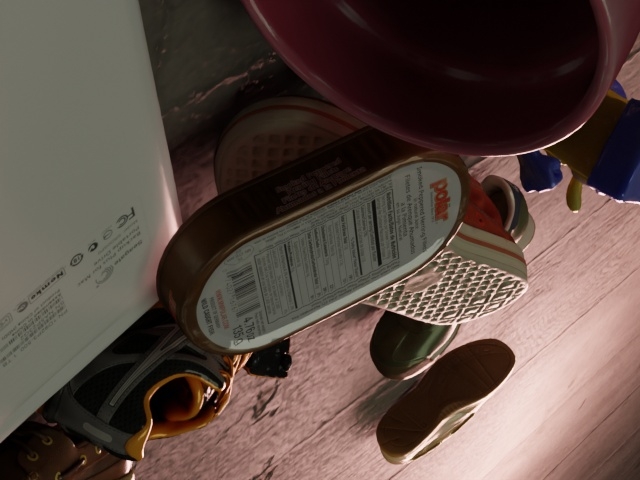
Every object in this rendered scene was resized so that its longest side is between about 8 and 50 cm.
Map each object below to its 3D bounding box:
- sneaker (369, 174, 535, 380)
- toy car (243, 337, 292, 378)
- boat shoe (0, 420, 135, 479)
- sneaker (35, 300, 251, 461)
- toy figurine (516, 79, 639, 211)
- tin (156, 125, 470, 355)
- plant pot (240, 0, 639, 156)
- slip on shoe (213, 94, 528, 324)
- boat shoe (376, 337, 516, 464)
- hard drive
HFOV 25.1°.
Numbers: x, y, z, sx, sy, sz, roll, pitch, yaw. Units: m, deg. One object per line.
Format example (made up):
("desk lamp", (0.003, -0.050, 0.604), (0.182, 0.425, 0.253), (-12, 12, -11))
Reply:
("sneaker", (0.102, 0.022, 1.189), (0.192, 0.064, 0.086), (-47, 149, -13))
("toy car", (-0.073, 0.075, 0.979), (0.122, 0.060, 0.040), (-12, -179, -35))
("boat shoe", (-0.173, 0.135, 0.832), (0.178, 0.064, 0.060), (-11, 104, -60))
("sneaker", (-0.083, 0.075, 0.875), (0.215, 0.083, 0.084), (-26, 145, -49))
("toy figurine", (0.174, -0.108, 0.923), (0.191, 0.217, 0.362), (-58, 158, 12))
("tin", (0.000, 0.000, 0.808), (0.189, 0.040, 0.106), (-26, 145, -15))
("plant pot", (0.080, -0.172, 0.708), (0.180, 0.201, 0.201), (-58, 163, -31))
("slip on shoe", (0.035, -0.028, 0.944), (0.123, 0.101, 0.331), (-29, 153, 23))
("boat shoe", (0.123, 0.162, 1.434), (0.170, 0.063, 0.059), (-34, 156, -17))
("hard drive", (-0.156, -0.013, 0.658), (0.203, 0.040, 0.307), (-43, 156, -22))
